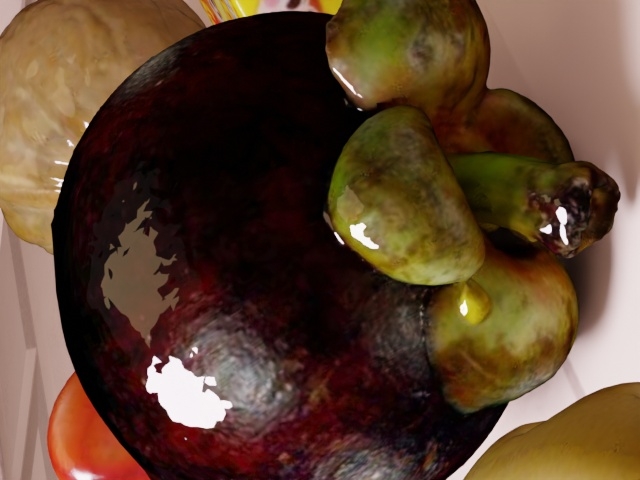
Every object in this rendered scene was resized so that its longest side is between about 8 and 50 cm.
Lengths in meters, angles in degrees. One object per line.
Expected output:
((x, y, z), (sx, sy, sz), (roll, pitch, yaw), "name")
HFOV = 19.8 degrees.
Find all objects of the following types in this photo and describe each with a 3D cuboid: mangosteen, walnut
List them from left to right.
((-0.199, -0.111, 1.772), (0.285, 0.285, 0.296), (-117, 10, -56), "walnut")
((-0.006, 0.007, 1.083), (0.330, 0.330, 0.330), (180, 90, -73), "mangosteen")

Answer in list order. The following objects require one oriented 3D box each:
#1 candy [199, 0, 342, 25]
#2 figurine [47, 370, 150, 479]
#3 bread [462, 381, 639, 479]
((-0.049, -0.212, 1.466), (0.146, 0.088, 0.276), (62, 175, -27), "candy")
((-0.060, 0.098, 1.382), (0.261, 0.270, 0.211), (122, 152, -79), "figurine")
((0.159, 0.203, 0.727), (0.333, 0.160, 0.333), (30, 127, 52), "bread")
